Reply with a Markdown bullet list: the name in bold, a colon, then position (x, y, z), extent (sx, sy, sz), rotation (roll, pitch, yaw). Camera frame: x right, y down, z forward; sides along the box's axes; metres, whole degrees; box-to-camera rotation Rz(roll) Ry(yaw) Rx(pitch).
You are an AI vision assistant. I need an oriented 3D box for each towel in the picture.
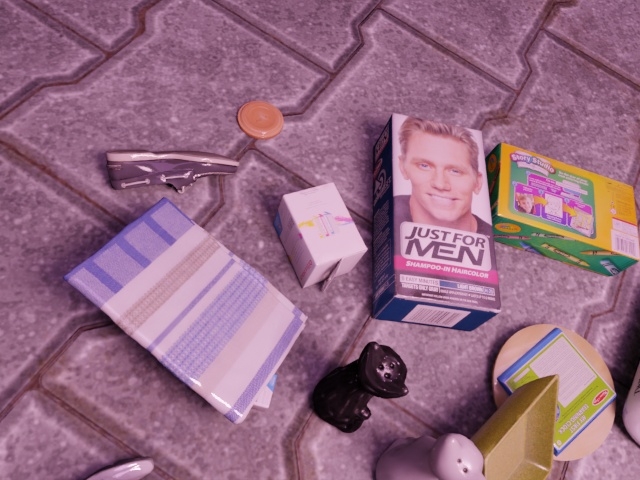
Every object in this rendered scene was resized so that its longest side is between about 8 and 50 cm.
- **towel**: position (-0.163, 0.085, 0.728), extent (0.285, 0.034, 0.209), rotation (42, 41, -5)

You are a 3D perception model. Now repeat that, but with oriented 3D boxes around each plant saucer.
- **plant saucer**: position (-0.107, -0.219, 0.974), extent (0.084, 0.013, 0.083), rotation (6, 62, -11)
- **plant saucer**: position (0.251, 0.290, 0.723), extent (0.189, 0.188, 0.045), rotation (-28, 32, -36)

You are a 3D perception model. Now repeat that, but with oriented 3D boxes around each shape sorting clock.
- **shape sorting clock**: position (0.364, 0.234, 0.845), extent (0.207, 0.040, 0.206), rotation (3, 67, -7)

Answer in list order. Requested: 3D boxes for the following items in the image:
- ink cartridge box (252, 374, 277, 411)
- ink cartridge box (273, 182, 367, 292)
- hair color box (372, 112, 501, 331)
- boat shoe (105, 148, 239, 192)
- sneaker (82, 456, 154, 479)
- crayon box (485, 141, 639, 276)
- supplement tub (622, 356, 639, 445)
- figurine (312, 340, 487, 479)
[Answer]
- **ink cartridge box**: position (-0.108, 0.200, 0.746), extent (0.084, 0.028, 0.048), rotation (18, 59, -6)
- **ink cartridge box**: position (0.000, 0.000, 0.843), extent (0.090, 0.092, 0.143), rotation (-18, 70, -23)
- **hair color box**: position (0.183, -0.036, 0.903), extent (0.174, 0.105, 0.346), rotation (9, 61, -11)
- **boat shoe**: position (-0.234, -0.110, 0.870), extent (0.206, 0.075, 0.064), rotation (-1, 106, -21)
- **sneaker**: position (-0.268, 0.308, 0.640), extent (0.152, 0.053, 0.061), rotation (-23, 80, -18)
- **crayon box**: position (0.432, -0.056, 0.992), extent (0.279, 0.081, 0.165), rotation (17, 60, -5)
- **supplement tub**: position (0.616, 0.190, 0.848), extent (0.194, 0.193, 0.316), rotation (35, 60, 5)
- **figurine**: position (0.099, 0.233, 0.679), extent (0.092, 0.209, 0.215), rotation (-36, 77, -27)
